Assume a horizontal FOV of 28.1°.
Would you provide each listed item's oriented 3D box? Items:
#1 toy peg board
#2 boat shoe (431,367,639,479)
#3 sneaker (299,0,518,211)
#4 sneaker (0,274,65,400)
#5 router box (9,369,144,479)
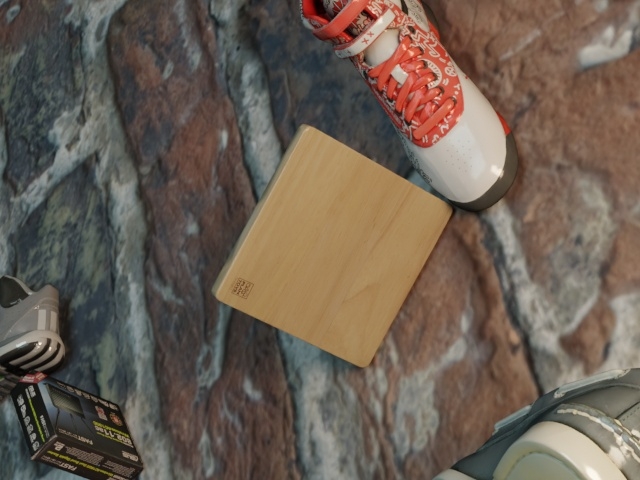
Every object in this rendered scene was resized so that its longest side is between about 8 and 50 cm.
[{"bbox_3d":[0.000,0.000,1.100,0.161,0.161,0.079,-62,27,2],"label":"toy peg board"},{"bbox_3d":[0.156,0.160,0.831,0.099,0.319,0.116,-38,78,-19],"label":"boat shoe"},{"bbox_3d":[0.065,-0.145,1.104,0.090,0.145,0.270,-41,48,23],"label":"sneaker"},{"bbox_3d":[-0.381,0.111,1.472,0.229,0.086,0.132,-20,52,25],"label":"sneaker"},{"bbox_3d":[-0.240,0.187,1.258,0.038,0.122,0.092,-45,46,13],"label":"router box"}]
